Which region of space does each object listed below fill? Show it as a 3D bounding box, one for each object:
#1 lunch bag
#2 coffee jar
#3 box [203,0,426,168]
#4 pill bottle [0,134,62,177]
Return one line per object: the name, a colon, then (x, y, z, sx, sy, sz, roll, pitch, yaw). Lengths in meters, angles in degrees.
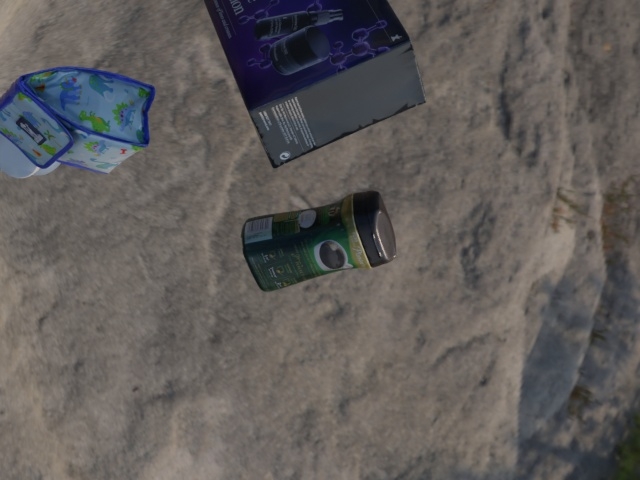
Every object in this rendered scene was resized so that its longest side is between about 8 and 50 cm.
lunch bag: (-0.279, -0.136, 1.002, 0.151, 0.129, 0.096, 15, 71, -32)
coffee jar: (0.000, 0.000, 1.135, 0.184, 0.079, 0.096, -13, 127, 12)
box: (-0.018, -0.232, 1.015, 0.184, 0.261, 0.103, -23, 142, -1)
pill bottle: (-0.357, -0.135, 1.167, 0.086, 0.152, 0.086, 5, 114, 11)
